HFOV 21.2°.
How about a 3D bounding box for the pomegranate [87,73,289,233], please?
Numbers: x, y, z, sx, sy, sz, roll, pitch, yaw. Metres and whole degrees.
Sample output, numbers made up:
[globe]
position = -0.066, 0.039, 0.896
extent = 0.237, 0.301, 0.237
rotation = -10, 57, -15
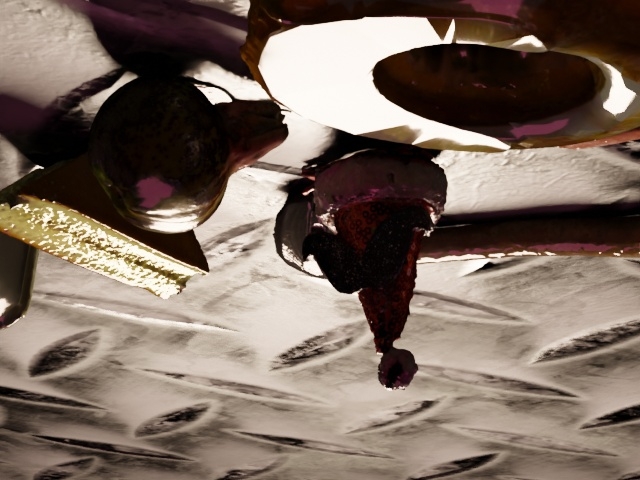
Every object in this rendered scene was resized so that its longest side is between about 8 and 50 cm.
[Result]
[pomegranate]
position = -0.109, -0.069, 1.403
extent = 0.163, 0.125, 0.138
rotation = 3, 146, 1

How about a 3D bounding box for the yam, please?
[yam]
position = 0.227, -0.001, 1.674
extent = 0.327, 0.045, 0.045
rotation = -3, -169, 21

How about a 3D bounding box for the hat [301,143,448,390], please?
[hat]
position = 0.049, 0.024, 1.511
extent = 0.140, 0.227, 0.129
rotation = -8, 159, 15

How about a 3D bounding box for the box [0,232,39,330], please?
[box]
position = -0.437, 0.004, 1.692
extent = 0.274, 0.138, 0.178
rotation = -4, 153, 14

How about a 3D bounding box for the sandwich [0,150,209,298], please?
[sandwich]
position = -0.208, -0.028, 1.616
extent = 0.090, 0.088, 0.244
rotation = -22, 145, 35

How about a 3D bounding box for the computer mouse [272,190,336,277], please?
[computer mouse]
position = 0.000, 0.000, 1.690
extent = 0.099, 0.057, 0.172
rotation = 10, 160, 5

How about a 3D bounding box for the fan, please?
[fan]
position = -0.091, -0.116, 1.458
extent = 0.133, 0.005, 0.085
rotation = 4, 159, 1

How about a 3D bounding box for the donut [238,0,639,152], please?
[donut]
position = 0.109, -0.154, 1.088
extent = 0.330, 0.160, 0.330
rotation = 0, 153, 0

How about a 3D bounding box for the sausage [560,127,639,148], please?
[sausage]
position = 0.261, -0.100, 1.403
extent = 0.147, 0.030, 0.035
rotation = -9, 160, 32
